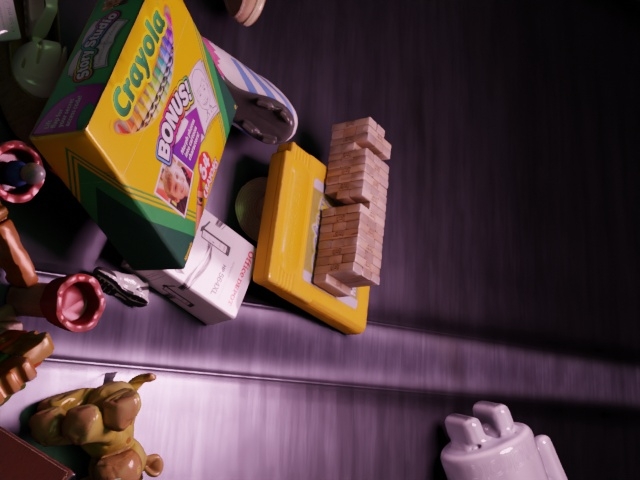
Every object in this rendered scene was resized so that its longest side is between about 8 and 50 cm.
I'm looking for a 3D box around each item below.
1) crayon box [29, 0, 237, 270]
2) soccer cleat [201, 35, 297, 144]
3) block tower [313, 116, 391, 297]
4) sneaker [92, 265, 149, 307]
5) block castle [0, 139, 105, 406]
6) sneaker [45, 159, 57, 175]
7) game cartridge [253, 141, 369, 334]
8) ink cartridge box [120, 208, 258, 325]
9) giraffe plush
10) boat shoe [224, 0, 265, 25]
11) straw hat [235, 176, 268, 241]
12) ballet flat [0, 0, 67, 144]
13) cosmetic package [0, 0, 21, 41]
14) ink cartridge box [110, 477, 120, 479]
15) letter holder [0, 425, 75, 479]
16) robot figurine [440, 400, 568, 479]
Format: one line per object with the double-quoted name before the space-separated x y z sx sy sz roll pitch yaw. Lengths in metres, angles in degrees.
"crayon box" -0.268 -0.189 1.422 0.313 0.106 0.363 64 30 -48
"soccer cleat" -0.188 -0.293 1.703 0.331 0.116 0.143 36 17 -14
"block tower" 0.065 -0.064 1.745 0.091 0.097 0.335 34 57 -48
"sneaker" -0.330 0.070 1.512 0.109 0.040 0.043 36 40 -33
"block castle" -0.510 0.093 1.171 0.453 0.213 0.303 -42 122 -43
"sneaker" -0.341 -0.158 1.524 0.135 0.098 0.276 65 36 -29
"game cartridge" 0.000 0.000 1.755 0.324 0.053 0.285 35 55 -50
"ink cartridge box" -0.219 0.032 1.583 0.203 0.086 0.148 37 56 -28
"giraffe plush" -0.325 0.309 1.386 0.210 0.181 0.170 -43 123 -76
"boat shoe" -0.187 -0.572 1.768 0.110 0.122 0.341 2 67 -37
"straw hat" -0.087 -0.062 1.744 0.144 0.061 0.144 13 69 -38
"ballet flat" -0.451 -0.329 1.450 0.116 0.124 0.342 5 75 -40
"cosmetic package" -0.582 -0.381 1.308 0.225 0.138 0.224 -21 107 -41
"ink cartridge box" -0.348 0.451 1.248 0.235 0.056 0.171 -61 162 2
"letter holder" -0.497 0.399 1.194 0.214 0.152 0.302 27 51 14
"robot figurine" 0.375 0.517 1.899 0.300 0.200 0.353 -20 92 -15
